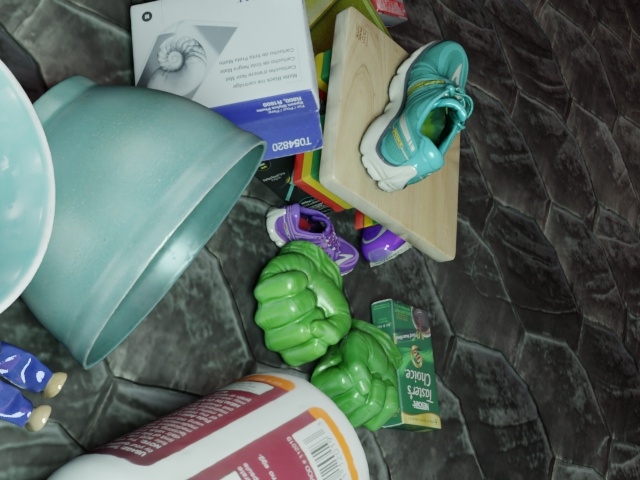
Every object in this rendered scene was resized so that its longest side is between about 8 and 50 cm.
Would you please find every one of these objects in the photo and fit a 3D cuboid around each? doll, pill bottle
[{"bbox_3d":[-0.339,0.107,1.061,0.189,0.046,0.129,38,57,-28],"label":"doll"},{"bbox_3d":[-0.142,0.289,1.083,0.392,0.224,0.224,-19,90,-53],"label":"pill bottle"}]

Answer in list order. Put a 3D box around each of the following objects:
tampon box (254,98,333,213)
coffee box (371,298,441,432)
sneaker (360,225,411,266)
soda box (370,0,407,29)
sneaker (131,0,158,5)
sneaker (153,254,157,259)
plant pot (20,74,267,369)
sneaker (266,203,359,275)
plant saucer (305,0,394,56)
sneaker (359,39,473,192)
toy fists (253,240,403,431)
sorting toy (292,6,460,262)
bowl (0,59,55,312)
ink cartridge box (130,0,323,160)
[{"bbox_3d":[-0.017,-0.125,1.506,0.161,0.120,0.101,40,47,-35],"label":"tampon box"},{"bbox_3d":[0.126,0.186,1.613,0.113,0.040,0.184,22,59,-51],"label":"coffee box"},{"bbox_3d":[0.092,-0.090,1.658,0.146,0.102,0.293,48,38,-22],"label":"sneaker"},{"bbox_3d":[0.055,-0.464,1.769,0.083,0.092,0.263,2,73,-52],"label":"soda box"},{"bbox_3d":[-0.221,-0.414,1.369,0.343,0.134,0.146,46,36,-33],"label":"sneaker"},{"bbox_3d":[-0.188,-0.022,1.314,0.058,0.052,0.135,42,52,-47],"label":"sneaker"},{"bbox_3d":[-0.220,-0.044,1.118,0.196,0.293,0.293,38,41,1],"label":"plant pot"},{"bbox_3d":[0.000,0.000,1.515,0.170,0.071,0.068,30,53,-42],"label":"sneaker"},{"bbox_3d":[0.030,-0.297,1.629,0.188,0.045,0.188,-50,125,-22],"label":"plant saucer"},{"bbox_3d":[0.147,-0.161,1.386,0.107,0.110,0.275,51,42,-26],"label":"sneaker"},{"bbox_3d":[0.015,0.134,1.456,0.279,0.096,0.142,54,41,-24],"label":"toy fists"},{"bbox_3d":[0.075,-0.127,1.447,0.255,0.089,0.257,31,54,-41],"label":"sorting toy"},{"bbox_3d":[-0.404,-0.046,0.936,0.311,0.163,0.311,19,62,-40],"label":"bowl"},{"bbox_3d":[-0.117,-0.202,1.339,0.045,0.223,0.224,48,33,-72],"label":"ink cartridge box"}]
